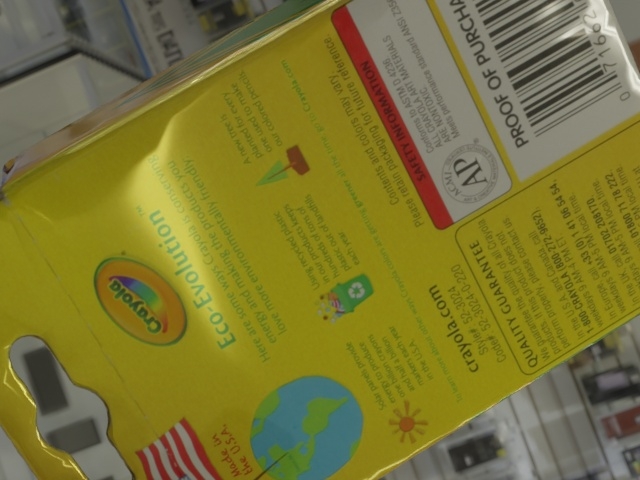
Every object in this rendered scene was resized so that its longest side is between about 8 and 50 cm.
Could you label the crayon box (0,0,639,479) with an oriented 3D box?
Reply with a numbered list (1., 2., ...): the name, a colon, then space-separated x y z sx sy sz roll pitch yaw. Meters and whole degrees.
1. crayon box: 0.000 0.000 0.516 0.202 0.318 0.081 62 -7 -17
